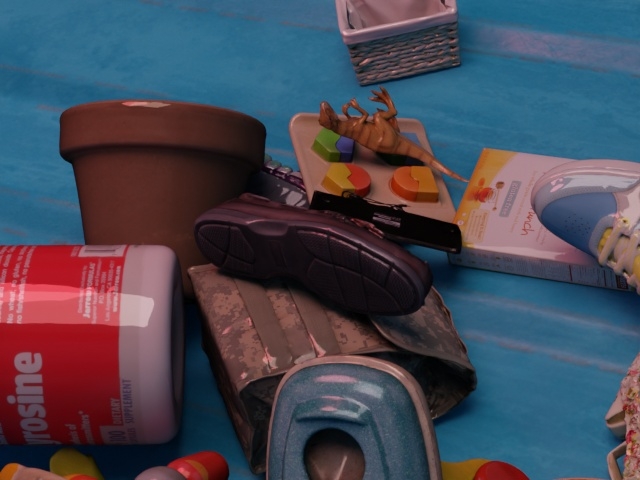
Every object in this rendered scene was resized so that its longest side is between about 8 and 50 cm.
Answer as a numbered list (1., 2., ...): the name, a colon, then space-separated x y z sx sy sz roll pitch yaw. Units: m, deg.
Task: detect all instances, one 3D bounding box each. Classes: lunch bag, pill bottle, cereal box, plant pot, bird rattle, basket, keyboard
1. lunch bag: 0.017 0.111 1.882 0.287 0.169 0.235 -14 40 -10
2. pill bottle: -0.364 0.119 1.843 0.408 0.229 0.229 -1 45 1
3. cereal box: 0.294 -0.029 2.023 0.240 0.047 0.173 8 50 22
4. plant pot: -0.203 -0.039 2.030 0.263 0.263 0.229 1 83 16
5. bird rattle: -0.241 0.313 1.737 0.253 0.207 0.143 21 72 42
6. basket: 0.113 -0.301 2.304 0.167 0.103 0.113 -11 44 4
7. keyboard: 0.079 -0.015 1.993 0.192 0.038 0.100 15 28 1

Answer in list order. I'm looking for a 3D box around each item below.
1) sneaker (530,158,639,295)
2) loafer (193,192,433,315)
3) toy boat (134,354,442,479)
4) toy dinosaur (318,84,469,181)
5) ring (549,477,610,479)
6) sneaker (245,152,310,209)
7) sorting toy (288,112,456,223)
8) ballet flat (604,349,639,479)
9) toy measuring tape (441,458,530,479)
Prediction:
1. sneaker: 0.376 0.032 1.822 0.319 0.127 0.208 18 42 7
2. loafer: 0.000 0.000 1.809 0.302 0.109 0.095 14 42 31
3. toy boat: -0.033 0.253 1.649 0.318 0.267 0.148 -4 5 25
4. toy dinosaur: 0.088 -0.133 2.111 0.211 0.064 0.112 19 47 -14
5. ring: 0.252 0.395 1.556 0.337 0.032 0.336 -4 68 11
6. sneaker: -0.096 -0.065 2.145 0.224 0.083 0.098 23 61 32
7. sorting toy: 0.068 -0.094 2.111 0.193 0.038 0.208 2 44 -15
8. ballet flat: 0.344 0.211 1.755 0.077 0.091 0.241 -24 34 28
9. toy measuring tape: 0.131 0.248 1.718 0.121 0.121 0.330 -38 66 -22
